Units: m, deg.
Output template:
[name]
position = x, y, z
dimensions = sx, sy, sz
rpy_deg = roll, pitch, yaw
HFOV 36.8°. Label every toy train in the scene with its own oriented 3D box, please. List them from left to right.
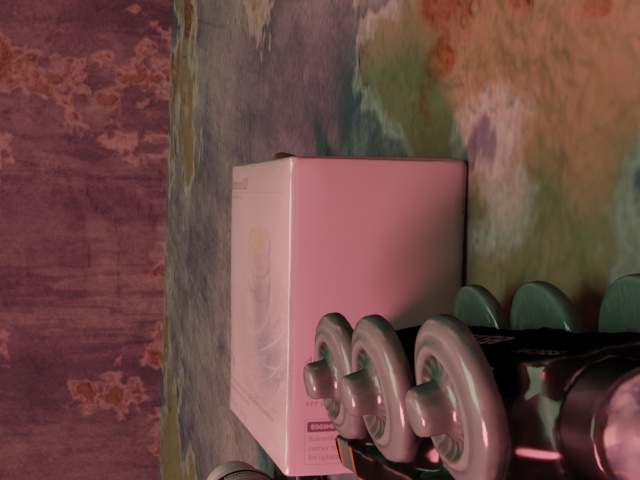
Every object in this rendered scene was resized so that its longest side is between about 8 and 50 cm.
[toy train]
position = 0.090, 0.123, 0.502
dimensions = 0.334, 0.142, 0.190
rpy_deg = 165, 95, -74

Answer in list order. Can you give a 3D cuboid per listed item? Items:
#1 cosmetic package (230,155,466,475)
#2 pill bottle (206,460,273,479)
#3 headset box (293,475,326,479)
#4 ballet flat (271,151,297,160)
[cosmetic package]
position = 0.010, 0.047, 0.772
dimensions = 0.224, 0.138, 0.225
rpy_deg = -172, 83, -74
[pill bottle]
position = -0.092, 0.348, 1.192
dimensions = 0.193, 0.108, 0.108
rpy_deg = -146, 57, -72
[headset box]
position = -0.011, 0.290, 1.041
dimensions = 0.062, 0.032, 0.083
rpy_deg = -110, 26, -50
[ballet flat]
position = 0.000, 0.000, 0.968
dimensions = 0.073, 0.080, 0.232
rpy_deg = -33, 56, 38
